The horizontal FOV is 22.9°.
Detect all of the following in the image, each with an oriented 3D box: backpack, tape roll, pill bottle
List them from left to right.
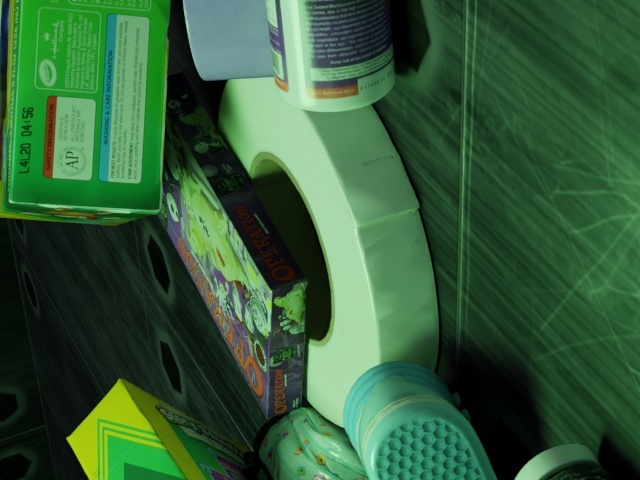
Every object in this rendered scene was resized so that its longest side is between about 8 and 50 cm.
[{"bbox_3d":[-0.075,-0.245,1.472,0.189,0.080,0.189,-3,-90,-85],"label":"tape roll"},{"bbox_3d":[0.000,0.000,1.611,0.392,0.072,0.392,163,90,-71],"label":"tape roll"},{"bbox_3d":[0.007,0.249,1.680,0.182,0.152,0.115,-134,66,-74],"label":"backpack"},{"bbox_3d":[0.006,-0.218,1.353,0.108,0.108,0.193,45,146,53],"label":"pill bottle"}]

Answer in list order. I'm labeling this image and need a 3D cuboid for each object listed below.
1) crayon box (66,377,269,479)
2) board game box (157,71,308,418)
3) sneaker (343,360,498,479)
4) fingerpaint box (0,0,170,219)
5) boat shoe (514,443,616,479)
[{"bbox_3d":[-0.072,0.337,1.736,0.363,0.106,0.313,36,-174,-39],"label":"crayon box"},{"bbox_3d":[-0.106,0.001,1.724,0.208,0.056,0.347,88,157,-47],"label":"board game box"},{"bbox_3d":[0.120,0.247,1.454,0.208,0.127,0.319,-117,6,-69],"label":"sneaker"},{"bbox_3d":[-0.268,-0.246,1.737,0.371,0.163,0.445,177,96,-76],"label":"fingerpaint box"},{"bbox_3d":[0.193,0.307,1.287,0.091,0.114,0.302,-123,23,-50],"label":"boat shoe"}]
